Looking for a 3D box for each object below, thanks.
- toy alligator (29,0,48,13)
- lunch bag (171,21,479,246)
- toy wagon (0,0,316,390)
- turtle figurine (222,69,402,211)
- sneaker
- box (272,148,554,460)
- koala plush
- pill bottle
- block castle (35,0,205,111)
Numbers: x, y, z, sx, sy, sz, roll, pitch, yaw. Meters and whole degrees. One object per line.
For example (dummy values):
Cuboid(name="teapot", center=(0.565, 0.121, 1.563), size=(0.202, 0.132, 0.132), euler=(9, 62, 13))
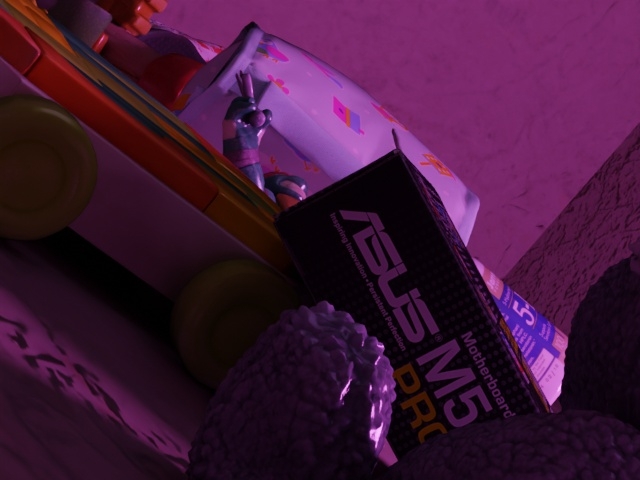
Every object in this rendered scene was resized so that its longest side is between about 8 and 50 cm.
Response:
Cuboid(name="toy alligator", center=(-0.201, -0.124, 0.984), size=(0.190, 0.056, 0.051), euler=(-136, -143, -58))
Cuboid(name="lunch bag", center=(-0.010, -0.050, 1.220), size=(0.223, 0.160, 0.262), euler=(41, -2, -9))
Cuboid(name="toy wagon", center=(-0.138, -0.065, 0.738), size=(0.344, 0.068, 0.267), euler=(39, 4, -29))
Cuboid(name="turtle figurine", center=(-0.001, 0.001, 1.010), size=(0.175, 0.118, 0.234), euler=(21, 29, -31))
Cuboid(name="sneaker", center=(-0.187, -0.193, 1.760), size=(0.145, 0.090, 0.270), euler=(21, 9, 24))
Cuboid(name="box", center=(0.071, 0.074, 0.745), size=(0.216, 0.060, 0.270), euler=(62, 6, 5))
Cuboid(name="koala plush", center=(0.110, 0.068, 0.476), size=(0.196, 0.221, 0.203), euler=(39, 4, -28))
Cuboid(name="pill bottle", center=(0.131, 0.080, 1.471), size=(0.187, 0.112, 0.112), euler=(40, 4, -10))
Cuboid(name="block castle", center=(-0.146, -0.270, 1.349), size=(0.213, 0.303, 0.453), euler=(35, 1, 22))
